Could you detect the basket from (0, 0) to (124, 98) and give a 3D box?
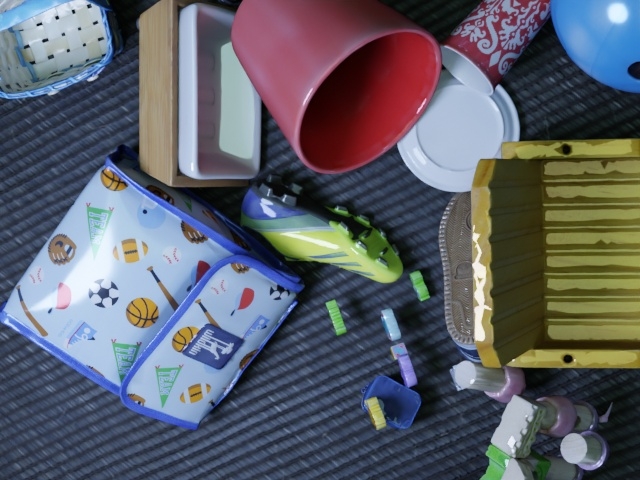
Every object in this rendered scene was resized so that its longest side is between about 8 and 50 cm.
[{"bbox_3d":[-0.446,-0.339,1.705,0.255,0.289,0.201,-18,91,12],"label":"basket"}]

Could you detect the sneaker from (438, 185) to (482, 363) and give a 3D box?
[{"bbox_3d":[0.250,0.061,1.712,0.099,0.153,0.282,-3,62,18],"label":"sneaker"}]

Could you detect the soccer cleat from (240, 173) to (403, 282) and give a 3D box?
[{"bbox_3d":[0.000,-0.001,1.761,0.289,0.093,0.121,29,121,5],"label":"soccer cleat"}]

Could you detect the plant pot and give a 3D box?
[{"bbox_3d":[0.007,-0.279,1.634,0.275,0.275,0.243,-47,60,10],"label":"plant pot"}]

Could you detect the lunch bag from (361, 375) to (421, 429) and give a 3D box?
[{"bbox_3d":[0.112,0.266,1.757,0.098,0.065,0.067,29,78,5],"label":"lunch bag"}]

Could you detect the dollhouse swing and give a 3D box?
[{"bbox_3d":[0.388,0.023,1.571,0.315,0.305,0.347,0,93,11],"label":"dollhouse swing"}]

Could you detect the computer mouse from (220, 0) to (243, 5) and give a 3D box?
[{"bbox_3d":[-0.181,-0.476,1.720,0.072,0.188,0.272,-47,74,18],"label":"computer mouse"}]

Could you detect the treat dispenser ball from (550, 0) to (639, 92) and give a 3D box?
[{"bbox_3d":[0.475,-0.357,1.536,0.288,0.288,0.288,1,94,10],"label":"treat dispenser ball"}]

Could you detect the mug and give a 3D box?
[{"bbox_3d":[0.261,-0.330,1.646,0.169,0.113,0.150,-49,49,-4],"label":"mug"}]

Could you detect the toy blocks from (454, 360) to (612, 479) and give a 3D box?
[{"bbox_3d":[0.339,0.373,1.633,0.309,0.260,0.288,29,99,45],"label":"toy blocks"}]

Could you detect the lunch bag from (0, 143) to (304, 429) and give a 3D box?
[{"bbox_3d":[-0.265,0.086,1.738,0.385,0.239,0.328,36,99,-10],"label":"lunch bag"}]

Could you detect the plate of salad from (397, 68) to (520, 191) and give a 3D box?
[{"bbox_3d":[0.219,-0.177,1.717,0.200,0.048,0.200,0,88,-1],"label":"plate of salad"}]

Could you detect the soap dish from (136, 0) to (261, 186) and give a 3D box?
[{"bbox_3d":[-0.193,-0.231,1.709,0.118,0.229,0.291,3,95,27],"label":"soap dish"}]

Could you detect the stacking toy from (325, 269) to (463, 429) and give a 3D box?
[{"bbox_3d":[0.125,0.171,1.718,0.167,0.052,0.221,-20,78,-6],"label":"stacking toy"}]
